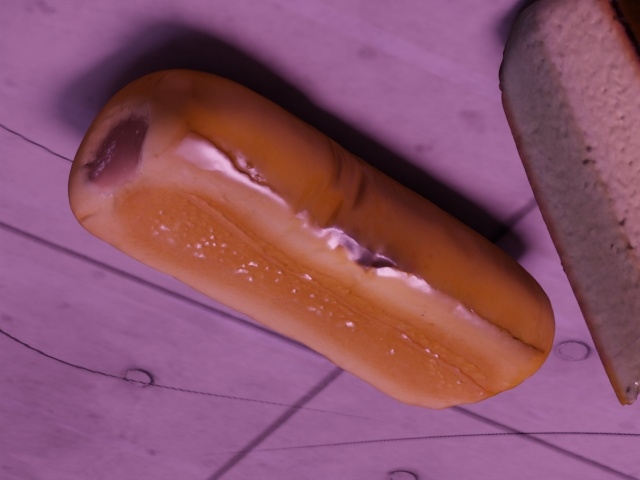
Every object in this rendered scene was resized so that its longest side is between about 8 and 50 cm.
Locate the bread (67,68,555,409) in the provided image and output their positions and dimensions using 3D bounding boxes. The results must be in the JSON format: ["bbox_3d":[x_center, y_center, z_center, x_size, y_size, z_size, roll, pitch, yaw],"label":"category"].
[{"bbox_3d":[0.000,0.000,1.127,0.305,0.091,0.142,31,144,-28],"label":"bread"}]

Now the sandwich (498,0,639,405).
[{"bbox_3d":[0.187,-0.012,0.998,0.220,0.186,0.108,33,135,-29],"label":"sandwich"}]
